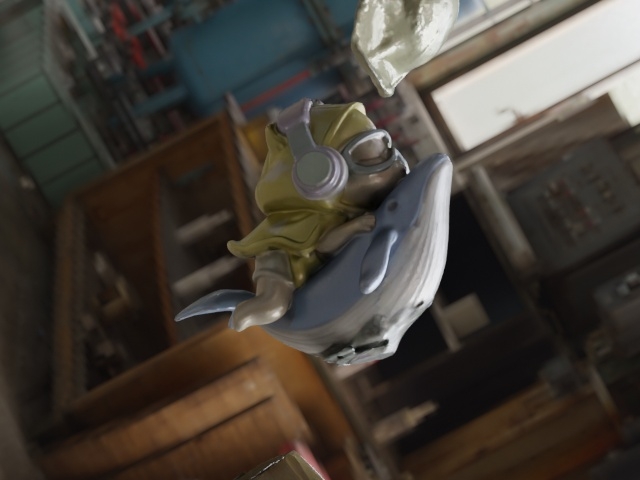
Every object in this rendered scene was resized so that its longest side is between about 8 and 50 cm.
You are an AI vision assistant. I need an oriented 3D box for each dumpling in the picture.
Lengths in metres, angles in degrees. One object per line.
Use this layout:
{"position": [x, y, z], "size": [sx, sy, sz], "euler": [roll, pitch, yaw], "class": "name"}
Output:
{"position": [0.079, -0.244, 1.516], "size": [0.100, 0.169, 0.134], "euler": [37, -12, 38], "class": "dumpling"}

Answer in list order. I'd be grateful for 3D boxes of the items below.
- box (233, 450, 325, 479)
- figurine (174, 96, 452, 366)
{"position": [-0.051, 0.217, 1.008], "size": [0.111, 0.177, 0.111], "euler": [36, -39, 35], "class": "box"}
{"position": [0.000, 0.000, 1.031], "size": [0.184, 0.208, 0.128], "euler": [65, 15, 15], "class": "figurine"}
